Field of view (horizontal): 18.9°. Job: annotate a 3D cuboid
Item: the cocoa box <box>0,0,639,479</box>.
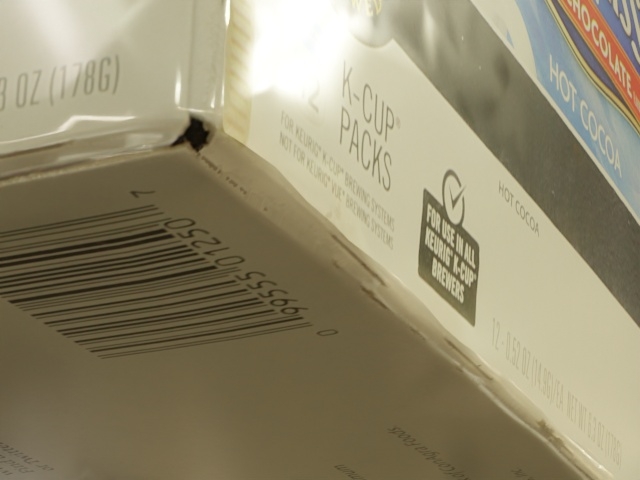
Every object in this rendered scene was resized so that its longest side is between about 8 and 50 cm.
[{"bbox_3d":[-0.046,-0.043,0.580,0.231,0.228,0.347,-9,-26,24],"label":"cocoa box"}]
